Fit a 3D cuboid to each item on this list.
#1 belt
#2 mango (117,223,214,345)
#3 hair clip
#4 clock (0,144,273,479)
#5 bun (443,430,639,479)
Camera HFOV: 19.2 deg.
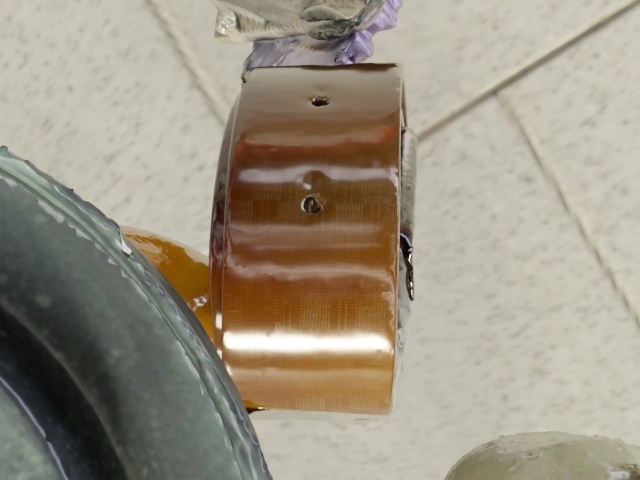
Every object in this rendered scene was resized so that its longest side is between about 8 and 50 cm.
[{"bbox_3d":[0.000,0.000,1.013,0.105,0.261,0.184,0,116,3],"label":"belt"},{"bbox_3d":[-0.150,0.041,1.088,0.219,0.145,0.112,11,90,-6],"label":"mango"},{"bbox_3d":[-0.016,-0.146,1.202,0.084,0.292,0.106,41,85,-22],"label":"hair clip"},{"bbox_3d":[-0.197,0.131,0.656,0.386,0.076,0.386,0,90,6],"label":"clock"},{"bbox_3d":[0.159,0.183,0.930,0.141,0.239,0.239,-42,95,-10],"label":"bun"}]
